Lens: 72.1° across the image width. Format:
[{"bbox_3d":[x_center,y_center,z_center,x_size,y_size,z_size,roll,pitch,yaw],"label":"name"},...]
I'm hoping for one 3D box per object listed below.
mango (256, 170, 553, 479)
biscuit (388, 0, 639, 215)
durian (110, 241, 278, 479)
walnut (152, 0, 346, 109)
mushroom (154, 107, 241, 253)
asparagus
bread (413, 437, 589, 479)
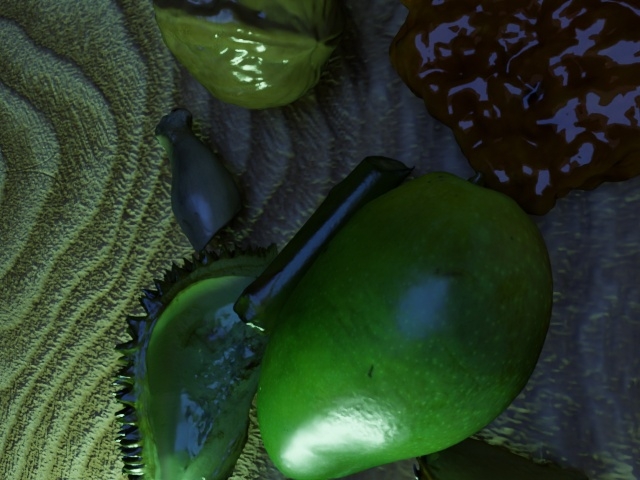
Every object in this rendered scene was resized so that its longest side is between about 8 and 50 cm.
[{"bbox_3d":[0.062,0.108,0.445,0.225,0.201,0.382,47,113,23],"label":"mango"},{"bbox_3d":[0.232,-0.208,0.407,0.318,0.110,0.312,-39,74,30],"label":"biscuit"},{"bbox_3d":[-0.174,0.180,0.603,0.197,0.163,0.395,17,76,-12],"label":"durian"},{"bbox_3d":[-0.078,-0.273,0.530,0.227,0.228,0.228,-1,88,28],"label":"walnut"},{"bbox_3d":[-0.188,-0.093,0.645,0.116,0.093,0.225,-34,78,45],"label":"mushroom"},{"bbox_3d":[0.000,0.000,0.531,0.067,0.060,0.278,40,95,13],"label":"asparagus"},{"bbox_3d":[0.154,0.275,0.431,0.160,0.140,0.169,26,101,20],"label":"bread"}]
